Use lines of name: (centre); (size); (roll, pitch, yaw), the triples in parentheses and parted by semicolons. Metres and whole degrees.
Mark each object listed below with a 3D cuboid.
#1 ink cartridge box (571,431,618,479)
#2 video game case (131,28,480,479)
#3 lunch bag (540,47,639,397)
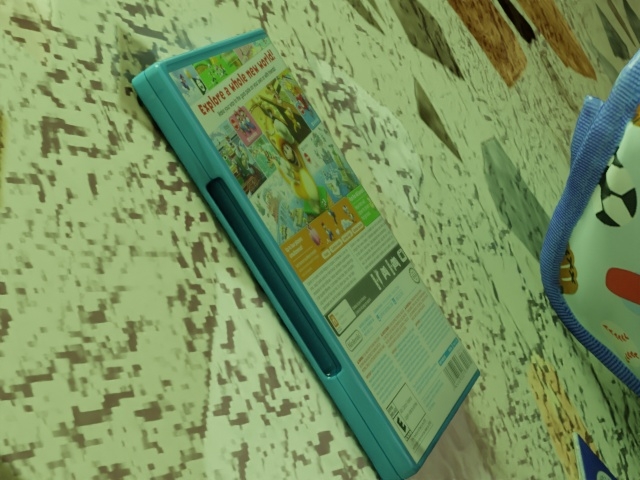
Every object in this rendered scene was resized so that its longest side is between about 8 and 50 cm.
ink cartridge box: (0.250, 0.244, 0.803); (0.371, 0.069, 0.176); (44, 25, -29)
video game case: (0.000, 0.000, 0.631); (0.166, 0.015, 0.119); (58, 21, -2)
lunch bag: (0.300, 0.038, 0.861); (0.328, 0.239, 0.385); (41, 8, 17)
